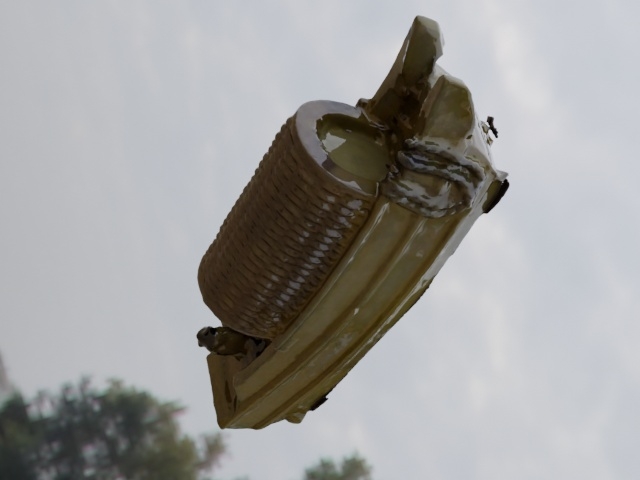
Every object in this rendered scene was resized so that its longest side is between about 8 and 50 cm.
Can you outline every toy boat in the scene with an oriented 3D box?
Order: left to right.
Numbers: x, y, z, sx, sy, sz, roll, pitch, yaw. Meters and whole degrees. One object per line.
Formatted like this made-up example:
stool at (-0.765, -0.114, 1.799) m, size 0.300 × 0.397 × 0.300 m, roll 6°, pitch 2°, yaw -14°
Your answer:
toy boat at (0.000, 0.000, 0.851) m, size 0.310 × 0.115 × 0.089 m, roll -51°, pitch -145°, yaw 38°
